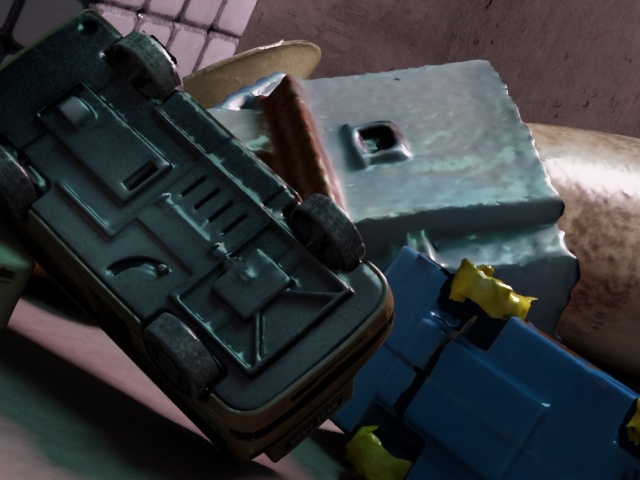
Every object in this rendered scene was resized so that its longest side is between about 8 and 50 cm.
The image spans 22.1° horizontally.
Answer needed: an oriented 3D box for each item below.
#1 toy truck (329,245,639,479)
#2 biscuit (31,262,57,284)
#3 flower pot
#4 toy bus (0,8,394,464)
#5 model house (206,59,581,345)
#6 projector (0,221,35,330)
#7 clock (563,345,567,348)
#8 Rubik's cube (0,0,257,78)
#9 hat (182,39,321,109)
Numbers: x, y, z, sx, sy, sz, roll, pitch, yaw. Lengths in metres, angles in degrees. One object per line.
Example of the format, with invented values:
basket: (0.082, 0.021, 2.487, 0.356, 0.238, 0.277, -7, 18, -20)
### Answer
toy truck: (0.156, 0.141, 1.018, 0.162, 0.161, 0.385, 30, 3, -39)
biscuit: (-0.246, -0.017, 1.201, 0.290, 0.041, 0.208, 25, 9, 12)
flower pot: (0.339, 0.012, 1.952, 0.330, 0.294, 0.293, 15, 11, -17)
toy bus: (-0.091, 0.004, 0.998, 0.289, 0.139, 0.157, 41, -19, 22)
model house: (0.000, 0.000, 1.352, 0.329, 0.252, 0.295, -1, 41, -16)
projector: (-0.331, -0.042, 0.962, 0.257, 0.079, 0.259, 18, 17, -43)
clock: (0.176, 0.087, 1.733, 0.205, 0.051, 0.205, 24, 8, -3)
Rubik's cube: (-0.288, -0.305, 1.805, 0.337, 0.344, 0.344, 29, 11, 21)
hat: (-0.089, -0.091, 1.708, 0.130, 0.257, 0.257, 64, 18, 10)
